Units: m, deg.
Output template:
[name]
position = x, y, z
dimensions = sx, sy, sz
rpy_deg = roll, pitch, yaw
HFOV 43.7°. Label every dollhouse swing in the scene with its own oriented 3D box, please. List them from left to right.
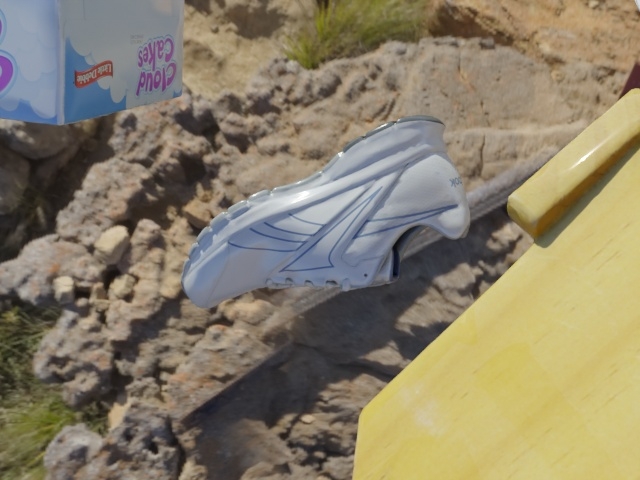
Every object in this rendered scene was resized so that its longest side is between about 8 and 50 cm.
[dollhouse swing]
position = 0.255, 0.136, 0.480
dimensions = 0.305, 0.315, 0.347
rpy_deg = -56, 47, 15

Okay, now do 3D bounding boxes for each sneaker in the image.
[sneaker]
position = 0.000, 0.000, 0.743
dimensions = 0.297, 0.111, 0.129
rpy_deg = -28, 83, 18

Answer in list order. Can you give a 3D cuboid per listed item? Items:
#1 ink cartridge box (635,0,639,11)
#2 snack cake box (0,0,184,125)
[ink cartridge box]
position = 0.372, -0.218, 0.606
dimensions = 0.219, 0.160, 0.092
rpy_deg = -37, 37, 39
[snack cake box]
position = -0.241, -0.139, 0.521
dimensions = 0.265, 0.152, 0.089
rpy_deg = 8, 106, 15
